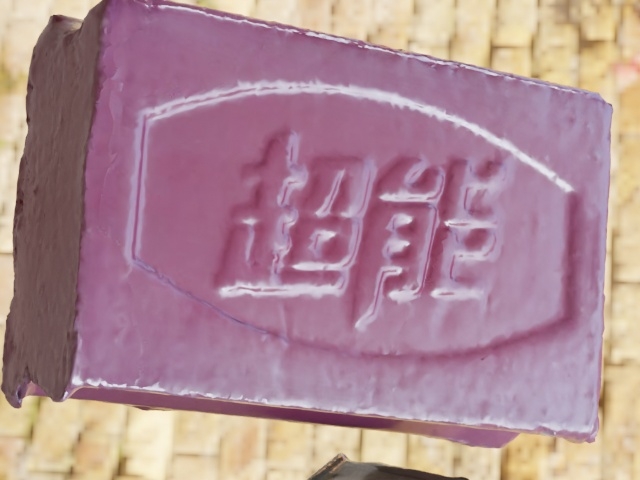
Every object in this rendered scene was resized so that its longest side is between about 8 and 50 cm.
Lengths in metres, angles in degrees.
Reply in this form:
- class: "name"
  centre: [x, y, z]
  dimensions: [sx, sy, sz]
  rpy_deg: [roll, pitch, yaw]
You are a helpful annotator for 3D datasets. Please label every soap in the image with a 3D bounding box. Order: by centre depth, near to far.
- class: "soap"
  centre: [0.000, 0.000, 1.147]
  dimensions: [0.128, 0.360, 0.233]
  rpy_deg: [-10, -106, 60]

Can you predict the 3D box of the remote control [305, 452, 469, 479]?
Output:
- class: "remote control"
  centre: [-0.004, 0.198, 1.086]
  dimensions: [0.285, 0.123, 0.038]
  rpy_deg: [-34, 126, -55]
